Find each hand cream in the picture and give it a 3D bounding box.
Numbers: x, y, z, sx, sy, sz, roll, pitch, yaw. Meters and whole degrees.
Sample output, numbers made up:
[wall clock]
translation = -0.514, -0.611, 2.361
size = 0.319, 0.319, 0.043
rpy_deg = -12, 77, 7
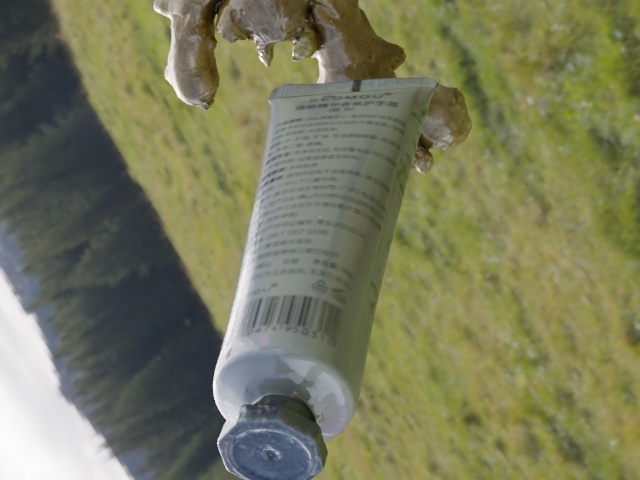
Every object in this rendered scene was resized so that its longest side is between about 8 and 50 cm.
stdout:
[hand cream]
translation = 0.000, 0.000, 0.421
size = 0.194, 0.067, 0.042
rpy_deg = -76, -24, -50

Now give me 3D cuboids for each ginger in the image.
[ginger]
translation = -0.007, -0.119, 0.791
size = 0.052, 0.193, 0.176
rpy_deg = -89, -9, -62
